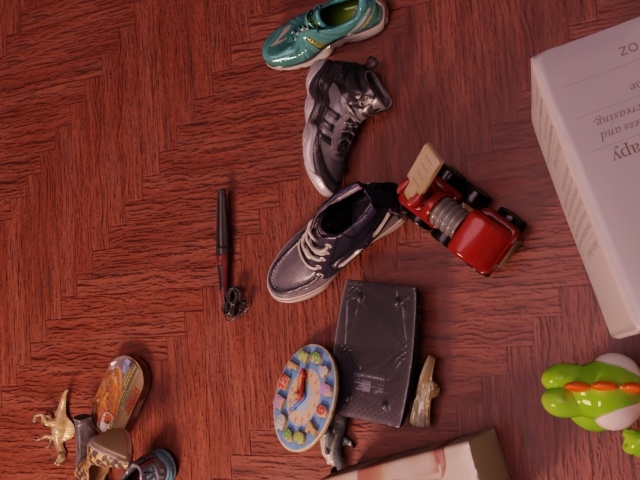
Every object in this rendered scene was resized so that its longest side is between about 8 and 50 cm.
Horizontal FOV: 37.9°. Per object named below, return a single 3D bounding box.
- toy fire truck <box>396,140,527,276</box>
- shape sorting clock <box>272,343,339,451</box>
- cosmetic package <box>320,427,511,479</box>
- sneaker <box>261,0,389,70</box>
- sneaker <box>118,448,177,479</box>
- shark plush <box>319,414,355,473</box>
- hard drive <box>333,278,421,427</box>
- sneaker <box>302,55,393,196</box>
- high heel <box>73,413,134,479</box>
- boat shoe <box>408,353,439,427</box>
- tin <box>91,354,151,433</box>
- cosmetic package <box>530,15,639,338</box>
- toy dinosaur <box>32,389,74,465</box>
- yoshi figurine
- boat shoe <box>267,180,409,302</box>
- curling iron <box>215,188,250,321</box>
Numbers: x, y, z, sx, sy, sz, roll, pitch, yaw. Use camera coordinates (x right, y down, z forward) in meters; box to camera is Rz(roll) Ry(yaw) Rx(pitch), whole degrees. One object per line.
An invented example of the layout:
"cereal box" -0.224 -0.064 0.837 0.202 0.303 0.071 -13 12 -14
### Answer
"toy fire truck" 0.224 -0.058 1.580 0.217 0.246 0.158 41 106 24
"shape sorting clock" -0.032 0.298 1.773 0.206 0.040 0.206 -40 40 45
"cosmetic package" 0.169 0.434 1.639 0.296 0.153 0.129 -21 79 25
"sneaker" -0.005 -0.417 1.801 0.275 0.110 0.107 -21 78 27
"sneaker" -0.412 0.552 1.960 0.104 0.125 0.261 33 102 26
"shark plush" 0.034 0.388 1.771 0.067 0.073 0.161 -10 75 -4
"hard drive" 0.106 0.205 1.725 0.172 0.054 0.254 4 86 36
"sneaker" 0.053 -0.220 1.762 0.153 0.101 0.268 -4 83 31
"high heel" -0.448 0.488 1.965 0.261 0.093 0.186 14 111 53
"boat shoe" 0.194 0.275 1.696 0.045 0.050 0.135 13 94 5
"tin" -0.433 0.339 2.034 0.106 0.040 0.189 33 103 30
"cosmetic package" 0.521 -0.097 1.339 0.329 0.327 0.393 -20 78 9
"toy dinosaur" -0.601 0.415 2.122 0.093 0.053 0.183 7 98 13
"yoshi figurine" 0.534 0.243 1.471 0.362 0.203 0.203 2 129 15
"boat shoe" 0.000 0.000 1.748 0.340 0.158 0.127 -40 70 20
"curling iron" -0.188 0.029 1.919 0.068 0.035 0.274 -9 84 24
